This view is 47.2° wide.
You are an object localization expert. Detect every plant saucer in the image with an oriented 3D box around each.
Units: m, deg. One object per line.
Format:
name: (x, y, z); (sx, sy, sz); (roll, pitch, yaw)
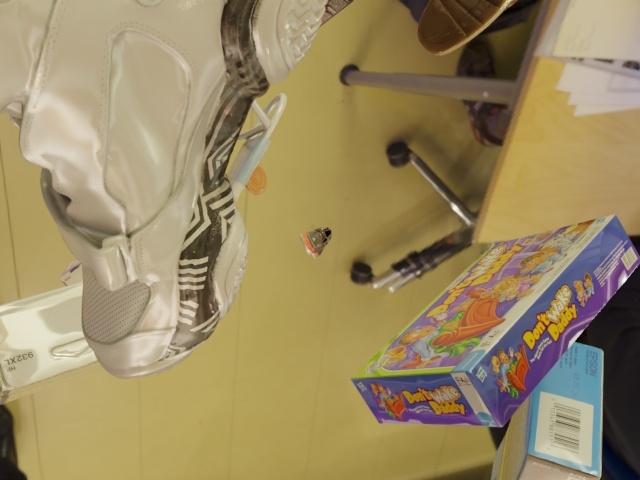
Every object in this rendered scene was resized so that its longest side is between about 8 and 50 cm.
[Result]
plant saucer: (-0.164, -0.157, 1.853); (0.013, 0.083, 0.083); (-13, 143, 38)

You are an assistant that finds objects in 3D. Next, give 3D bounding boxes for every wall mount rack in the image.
wall mount rack: (-0.168, -0.107, 1.087); (0.131, 0.304, 0.350); (30, 80, -17)

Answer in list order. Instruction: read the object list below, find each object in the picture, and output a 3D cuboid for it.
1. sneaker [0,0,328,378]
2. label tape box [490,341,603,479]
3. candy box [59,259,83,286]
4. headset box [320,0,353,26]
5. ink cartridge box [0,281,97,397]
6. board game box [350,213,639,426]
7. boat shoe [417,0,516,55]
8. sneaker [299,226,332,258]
sneaker: (-0.141, -0.058, 0.405); (0.210, 0.137, 0.365); (-4, 131, -37)
label tape box: (0.344, 0.351, 1.149); (0.106, 0.240, 0.333); (14, 131, 12)
candy box: (-0.462, 0.101, 1.668); (0.165, 0.070, 0.196); (-30, 113, 24)
headset box: (-0.005, -0.315, 0.950); (0.083, 0.062, 0.032); (-32, 150, 28)
ink cartridge box: (-0.442, 0.168, 1.225); (0.223, 0.129, 0.307); (-17, 173, -30)
board game box: (0.234, 0.106, 0.974); (0.347, 0.233, 0.078); (-37, 100, -33)
boat shoe: (0.327, -0.470, 1.346); (0.342, 0.123, 0.123); (-48, 156, 17)
sneaker: (0.000, 0.000, 1.588); (0.065, 0.158, 0.061); (-27, 89, 6)
